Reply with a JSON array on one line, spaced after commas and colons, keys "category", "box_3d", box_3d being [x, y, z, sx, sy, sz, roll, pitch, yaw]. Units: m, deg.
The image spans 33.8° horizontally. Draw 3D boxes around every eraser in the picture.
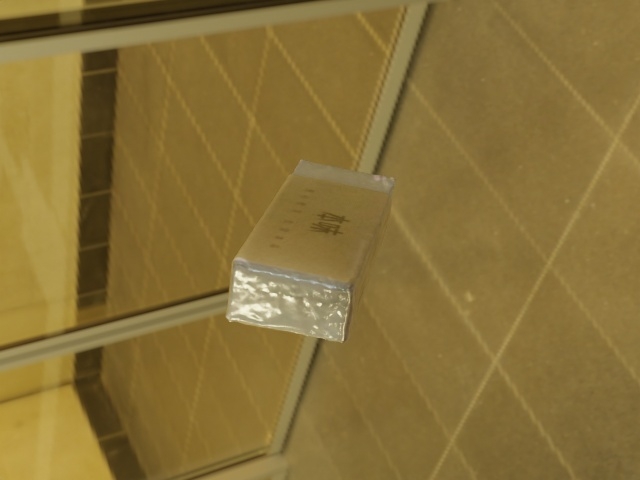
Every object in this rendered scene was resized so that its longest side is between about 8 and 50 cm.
[{"category": "eraser", "box_3d": [0.000, 0.000, 1.271, 0.343, 0.144, 0.078, -66, -15, -63]}]
